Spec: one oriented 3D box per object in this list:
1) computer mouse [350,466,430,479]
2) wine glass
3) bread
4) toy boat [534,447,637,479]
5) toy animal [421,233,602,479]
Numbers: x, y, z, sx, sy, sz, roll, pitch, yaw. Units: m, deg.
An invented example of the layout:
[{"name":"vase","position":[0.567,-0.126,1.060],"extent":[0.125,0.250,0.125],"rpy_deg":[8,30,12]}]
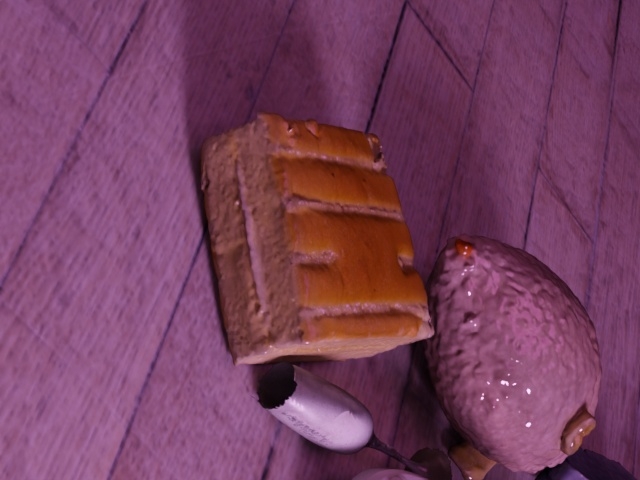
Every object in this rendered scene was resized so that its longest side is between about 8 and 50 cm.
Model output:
[{"name":"computer mouse","position":[0.123,0.353,1.396],"extent":[0.296,0.121,0.184],"rpy_deg":[28,51,-10]},{"name":"wine glass","position":[0.033,0.194,1.421],"extent":[0.262,0.074,0.074],"rpy_deg":[36,46,-38]},{"name":"bread","position":[0.000,0.000,1.428],"extent":[0.246,0.111,0.239],"rpy_deg":[6,70,-55]},{"name":"toy boat","position":[0.339,0.322,1.744],"extent":[0.127,0.078,0.283],"rpy_deg":[43,11,32]},{"name":"toy animal","position":[0.220,0.136,1.606],"extent":[0.358,0.188,0.227],"rpy_deg":[53,33,-38]}]
